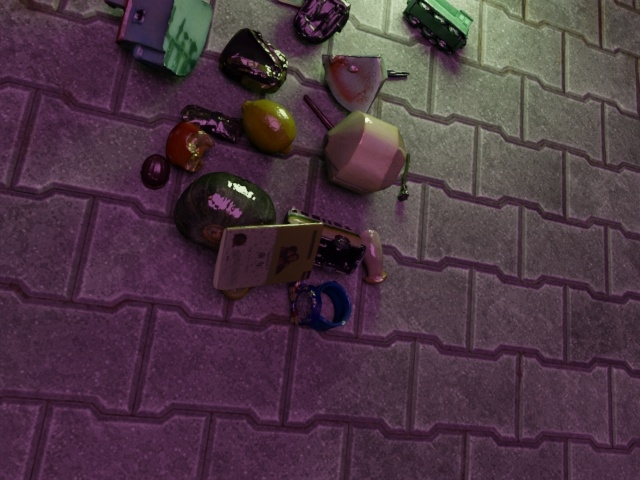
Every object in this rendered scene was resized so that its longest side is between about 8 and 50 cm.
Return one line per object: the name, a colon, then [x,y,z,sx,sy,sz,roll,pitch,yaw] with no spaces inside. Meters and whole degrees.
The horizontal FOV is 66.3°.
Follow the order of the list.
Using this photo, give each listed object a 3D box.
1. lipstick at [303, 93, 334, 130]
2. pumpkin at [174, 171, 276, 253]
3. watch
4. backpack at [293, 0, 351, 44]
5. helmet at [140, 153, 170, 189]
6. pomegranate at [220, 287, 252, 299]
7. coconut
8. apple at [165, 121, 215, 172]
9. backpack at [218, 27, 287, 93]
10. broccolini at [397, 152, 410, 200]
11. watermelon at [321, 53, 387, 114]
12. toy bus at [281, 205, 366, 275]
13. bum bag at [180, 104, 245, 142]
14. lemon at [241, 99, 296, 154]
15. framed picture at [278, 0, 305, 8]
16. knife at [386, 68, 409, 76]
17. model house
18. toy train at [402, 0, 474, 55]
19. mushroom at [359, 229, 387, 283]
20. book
lipstick: [-0.009,-0.518,1.980,0.027,0.027,0.176,-41,93,-21]
pumpkin: [-0.314,-0.080,1.652,0.328,0.292,0.257,39,41,-25]
watch: [0.002,0.229,1.774,0.200,0.171,0.195,9,75,-32]
backpack: [0.002,-0.923,2.010,0.206,0.133,0.258,40,87,-10]
helmet: [-0.575,-0.245,1.708,0.098,0.070,0.123,10,75,-17]
pomegranate: [-0.283,0.113,1.703,0.143,0.122,0.169,29,110,-17]
coconut: [0.155,-0.336,1.861,0.323,0.323,0.322,4,78,-18]
apple: [-0.469,-0.325,1.718,0.147,0.156,0.158,36,81,0]
backpack: [-0.246,-0.679,1.869,0.253,0.140,0.207,30,74,-7]
broccolini: [0.352,-0.267,2.054,0.044,0.042,0.218,12,70,-15]
watermelon: [0.162,-0.648,1.964,0.320,0.214,0.289,2,81,-30]
toy bus: [0.000,0.000,1.794,0.306,0.143,0.179,17,31,-14]
bum bag: [-0.391,-0.431,1.808,0.248,0.069,0.102,10,54,-18]
lemon: [-0.192,-0.426,1.814,0.248,0.184,0.184,47,69,-9]
framed picture: [-0.064,-1.109,2.083,0.213,0.016,0.288,9,77,-17]
knife: [0.336,-0.731,2.144,0.121,0.018,0.031,-6,83,-22]
model house: [-0.611,-0.770,1.745,0.330,0.252,0.294,19,97,8]
toy train: [0.537,-1.000,2.212,0.330,0.138,0.178,38,61,-6]
mushroom: [0.201,0.063,1.904,0.097,0.088,0.212,-17,91,-53]
book: [-0.167,0.049,1.605,0.352,0.239,0.035,-4,36,-31]
